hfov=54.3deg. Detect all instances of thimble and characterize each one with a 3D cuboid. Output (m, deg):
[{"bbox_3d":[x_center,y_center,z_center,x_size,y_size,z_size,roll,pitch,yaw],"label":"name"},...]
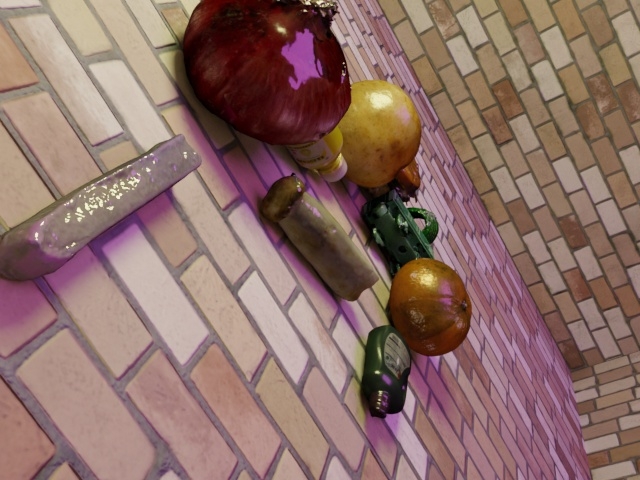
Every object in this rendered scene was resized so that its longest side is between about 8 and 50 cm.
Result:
[{"bbox_3d":[0.268,-0.037,1.777,0.090,0.130,0.118,16,47,-56],"label":"thimble"}]

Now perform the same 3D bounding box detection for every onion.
[{"bbox_3d":[-0.077,-0.352,1.154,0.348,0.285,0.347,23,45,-26],"label":"onion"}]

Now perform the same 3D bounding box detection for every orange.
[{"bbox_3d":[0.271,0.160,1.510,0.240,0.171,0.240,20,64,-48],"label":"orange"}]

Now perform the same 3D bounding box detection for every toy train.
[{"bbox_3d":[0.203,0.000,1.640,0.269,0.115,0.154,54,17,-23],"label":"toy train"}]

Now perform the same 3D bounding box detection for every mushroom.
[{"bbox_3d":[0.000,0.000,1.229,0.312,0.100,0.081,48,6,-32],"label":"mushroom"}]

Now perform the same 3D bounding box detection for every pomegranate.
[{"bbox_3d":[0.123,-0.269,1.548,0.260,0.260,0.260,46,29,-36],"label":"pomegranate"}]

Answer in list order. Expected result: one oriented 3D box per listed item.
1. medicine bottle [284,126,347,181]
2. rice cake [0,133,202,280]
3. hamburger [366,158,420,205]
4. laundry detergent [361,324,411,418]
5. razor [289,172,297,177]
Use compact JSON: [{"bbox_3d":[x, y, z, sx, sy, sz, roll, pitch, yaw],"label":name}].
[{"bbox_3d":[-0.007,-0.213,1.390,0.212,0.122,0.122,51,25,-53],"label":"medicine bottle"},{"bbox_3d":[-0.253,-0.057,0.784,0.064,0.070,0.399,62,24,-16],"label":"rice cake"},{"bbox_3d":[0.189,-0.208,1.770,0.262,0.139,0.243,24,48,-56],"label":"hamburger"},{"bbox_3d":[0.134,0.281,1.250,0.144,0.078,0.221,59,23,-23],"label":"laundry detergent"},{"bbox_3d":[-0.014,-0.045,1.309,0.253,0.042,0.082,41,75,-45],"label":"razor"}]
